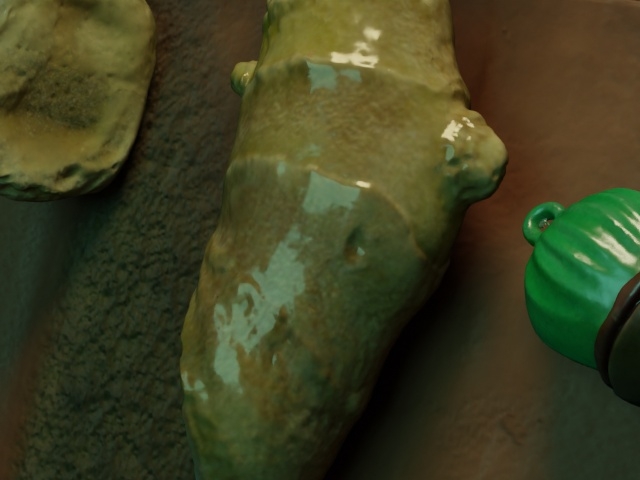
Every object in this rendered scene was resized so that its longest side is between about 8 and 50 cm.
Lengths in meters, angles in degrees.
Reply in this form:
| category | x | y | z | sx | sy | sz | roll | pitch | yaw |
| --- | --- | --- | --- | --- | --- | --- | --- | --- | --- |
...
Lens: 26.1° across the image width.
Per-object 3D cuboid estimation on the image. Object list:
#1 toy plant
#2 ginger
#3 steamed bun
| category | x | y | z | sx | sy | sz | roll | pitch | yaw |
| --- | --- | --- | --- | --- | --- | --- | --- | --- | --- |
| toy plant | 0.181 | 0.018 | 0.701 | 0.143 | 0.105 | 0.200 | -45 | 46 | 4 |
| ginger | 0.000 | 0.000 | 0.811 | 0.190 | 0.126 | 0.354 | 20 | 92 | 24 |
| steamed bun | -0.217 | -0.117 | 0.980 | 0.155 | 0.141 | 0.172 | 14 | 83 | 48 |
